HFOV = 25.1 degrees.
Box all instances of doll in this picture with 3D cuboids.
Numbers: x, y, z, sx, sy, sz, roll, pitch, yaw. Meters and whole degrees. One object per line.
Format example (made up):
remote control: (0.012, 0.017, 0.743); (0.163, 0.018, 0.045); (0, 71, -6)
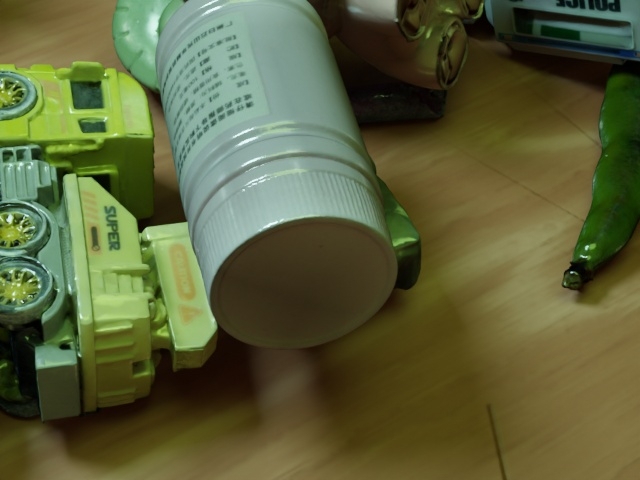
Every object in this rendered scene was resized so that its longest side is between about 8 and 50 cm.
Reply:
doll: (-0.023, -0.230, 1.170); (0.268, 0.216, 0.284); (14, 76, 26)

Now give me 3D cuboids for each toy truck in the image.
toy truck: (-0.162, -0.005, 1.012); (0.157, 0.124, 0.272); (-5, 49, -12)
toy truck: (0.191, -0.246, 1.261); (0.268, 0.155, 0.124); (13, 43, 34)

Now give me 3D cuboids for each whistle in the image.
whistle: (0.021, -0.113, 1.201); (0.176, 0.033, 0.033); (-5, 48, -12)

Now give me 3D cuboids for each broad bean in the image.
broad bean: (0.251, -0.062, 1.180); (0.060, 0.043, 0.297); (10, 47, 13)

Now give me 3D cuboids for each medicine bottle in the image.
medicine bottle: (-0.034, -0.057, 0.984); (0.133, 0.133, 0.249); (-6, 45, -13)

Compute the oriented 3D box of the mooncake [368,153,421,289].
mooncake: (0.000, 0.000, 1.064); (0.130, 0.073, 0.125); (-18, 48, -12)
